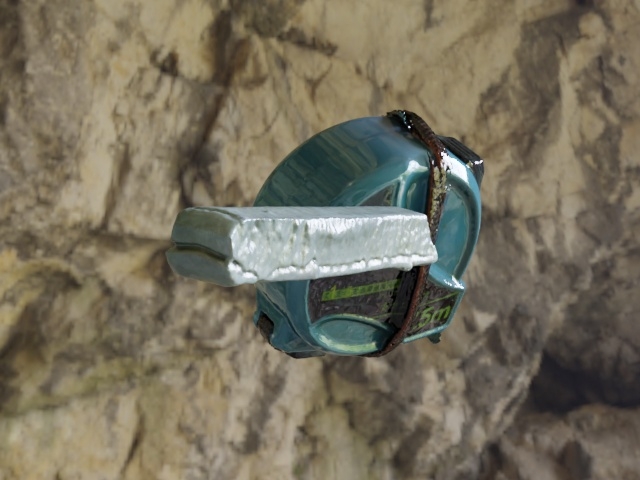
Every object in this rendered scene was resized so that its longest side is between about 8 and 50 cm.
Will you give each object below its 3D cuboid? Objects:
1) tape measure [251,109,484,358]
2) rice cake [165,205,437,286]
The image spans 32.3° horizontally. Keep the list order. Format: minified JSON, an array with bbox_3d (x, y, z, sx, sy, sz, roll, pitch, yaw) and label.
[{"bbox_3d":[0.024,0.002,0.591,0.125,0.081,0.146,-8,-55,-34],"label":"tape measure"},{"bbox_3d":[0.001,0.000,0.451,0.033,0.029,0.170,10,6,30],"label":"rice cake"}]
